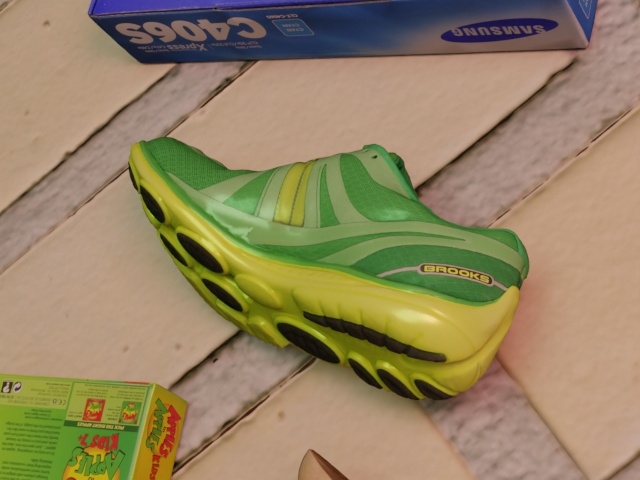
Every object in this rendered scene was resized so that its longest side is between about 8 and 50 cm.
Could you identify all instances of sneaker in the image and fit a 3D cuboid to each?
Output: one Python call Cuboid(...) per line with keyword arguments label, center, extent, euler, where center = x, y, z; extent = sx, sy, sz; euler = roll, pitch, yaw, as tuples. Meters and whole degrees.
Cuboid(label="sneaker", center=(0.000, 0.000, 0.837), extent=(0.296, 0.109, 0.123), euler=(25, 59, 35))

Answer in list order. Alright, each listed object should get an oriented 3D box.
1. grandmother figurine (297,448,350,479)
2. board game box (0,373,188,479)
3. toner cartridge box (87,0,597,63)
Cuboid(label="grandmother figurine", center=(-0.097, 0.268, 0.750), extent=(0.342, 0.104, 0.208), euler=(-44, 46, 0))
Cuboid(label="board game box", center=(-0.182, 0.137, 0.886), extent=(0.181, 0.043, 0.092), euler=(0, 68, 28))
Cuboid(label="toner cartridge box", center=(0.019, -0.212, 0.928), extent=(0.348, 0.075, 0.165), euler=(3, 70, 29))
